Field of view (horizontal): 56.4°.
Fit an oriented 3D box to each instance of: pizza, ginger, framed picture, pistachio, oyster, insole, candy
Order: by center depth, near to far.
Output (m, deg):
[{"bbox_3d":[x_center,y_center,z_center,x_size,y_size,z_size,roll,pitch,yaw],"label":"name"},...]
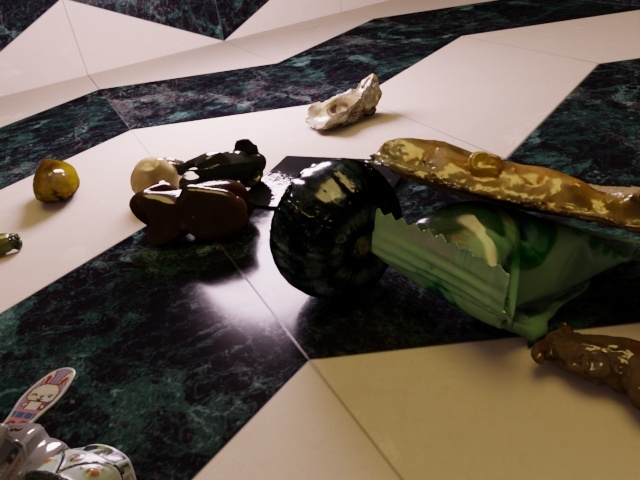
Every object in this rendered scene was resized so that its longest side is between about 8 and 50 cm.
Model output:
[{"bbox_3d":[0.397,0.172,0.709,0.122,0.084,0.290,-7,18,-42],"label":"ginger"},{"bbox_3d":[-0.426,0.251,0.861,0.065,0.004,0.197,3,32,19],"label":"insole"},{"bbox_3d":[0.296,0.011,0.918,0.398,0.171,0.263,-16,33,-36],"label":"candy"},{"bbox_3d":[0.325,-0.086,0.959,0.435,0.080,0.392,17,6,20],"label":"pizza"},{"bbox_3d":[0.012,-0.132,1.374,0.339,0.014,0.255,6,34,25],"label":"framed picture"},{"bbox_3d":[-0.669,-0.149,1.514,0.110,0.100,0.189,2,15,-26],"label":"pistachio"},{"bbox_3d":[0.076,-0.375,1.698,0.233,0.107,0.161,-34,40,-5],"label":"oyster"}]

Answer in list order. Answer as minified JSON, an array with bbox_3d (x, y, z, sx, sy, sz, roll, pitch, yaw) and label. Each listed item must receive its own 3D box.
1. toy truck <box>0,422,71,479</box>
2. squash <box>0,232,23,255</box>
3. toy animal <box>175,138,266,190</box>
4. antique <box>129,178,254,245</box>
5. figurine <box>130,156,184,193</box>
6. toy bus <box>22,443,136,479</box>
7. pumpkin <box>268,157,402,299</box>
[{"bbox_3d":[-0.358,0.281,0.622,0.161,0.176,0.213,-6,31,8],"label":"toy truck"},{"bbox_3d":[-0.740,0.022,1.287,0.184,0.052,0.052,-19,32,-13],"label":"squash"},{"bbox_3d":[-0.219,-0.161,1.385,0.146,0.114,0.245,-13,14,29],"label":"toy animal"},{"bbox_3d":[-0.270,-0.072,1.249,0.257,0.121,0.143,-7,23,4],"label":"antique"},{"bbox_3d":[-0.390,-0.157,1.462,0.114,0.108,0.196,4,14,3],"label":"figurine"},{"bbox_3d":[-0.215,0.283,0.571,0.087,0.193,0.089,4,20,23],"label":"toy bus"},{"bbox_3d":[0.027,-0.019,0.967,0.233,0.233,0.163,-28,40,-29],"label":"pumpkin"}]
